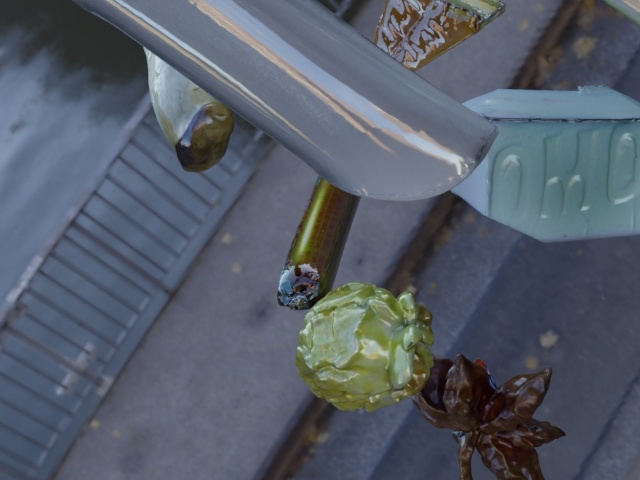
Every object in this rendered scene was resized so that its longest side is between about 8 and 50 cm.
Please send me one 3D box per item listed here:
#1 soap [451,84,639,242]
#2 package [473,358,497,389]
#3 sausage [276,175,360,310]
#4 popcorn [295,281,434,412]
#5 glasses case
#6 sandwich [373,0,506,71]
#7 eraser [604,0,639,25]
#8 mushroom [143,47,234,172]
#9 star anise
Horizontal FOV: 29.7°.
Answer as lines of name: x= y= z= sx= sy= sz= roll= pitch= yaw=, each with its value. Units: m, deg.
soap: x=0.246 y=-0.076 z=1.210 sx=0.231 sy=0.145 sz=0.091 roll=-5 pitch=21 yaw=-10
package: x=0.285 y=0.294 z=1.970 sx=0.200 sy=0.022 sz=0.083 roll=69 pitch=157 yaw=15
sausage: x=0.000 y=0.000 z=1.619 sx=0.082 sy=0.082 sz=0.371 roll=-29 pitch=19 yaw=23
popcorn: x=0.044 y=0.110 z=1.197 sx=0.136 sy=0.141 sz=0.162 roll=-23 pitch=43 yaw=-20
glasses case: x=-0.047 y=-0.124 z=0.711 sx=0.083 sy=0.308 sz=0.128 roll=-54 pitch=6 yaw=6
sandwich: x=0.120 y=-0.206 z=1.335 sx=0.113 sy=0.163 sz=0.079 roll=28 pitch=35 yaw=14
eraser: x=0.413 y=-0.263 z=1.257 sx=0.092 sy=0.274 sz=0.210 roll=-53 pitch=3 yaw=43
mushroom: x=-0.176 y=-0.222 z=1.506 sx=0.107 sy=0.087 sz=0.333 roll=117 pitch=147 yaw=-40
star anise: x=0.176 y=0.193 z=1.348 sx=0.212 sy=0.196 sz=0.111 roll=41 pitch=49 yaw=19
